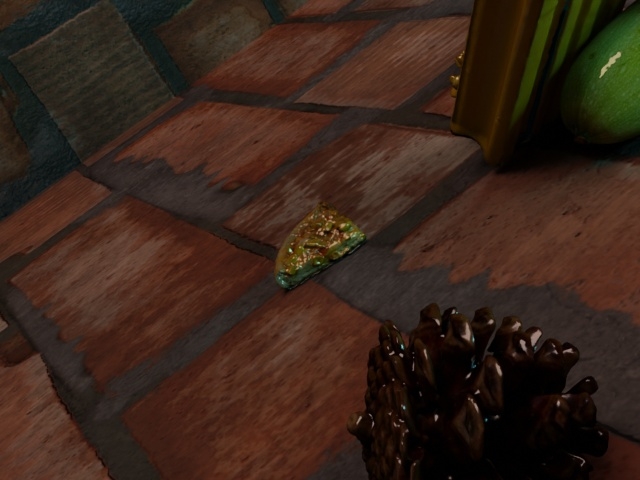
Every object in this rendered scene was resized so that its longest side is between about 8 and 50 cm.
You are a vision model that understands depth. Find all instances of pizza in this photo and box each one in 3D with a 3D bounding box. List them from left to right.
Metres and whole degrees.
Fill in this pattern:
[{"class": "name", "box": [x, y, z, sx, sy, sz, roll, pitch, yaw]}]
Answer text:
[{"class": "pizza", "box": [0.000, 0.000, 1.356, 0.131, 0.041, 0.178, -3, 36, 46]}]

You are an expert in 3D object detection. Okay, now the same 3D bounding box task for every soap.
[{"class": "soap", "box": [0.266, -0.252, 1.207, 0.204, 0.324, 0.096, -37, 66, -22]}]

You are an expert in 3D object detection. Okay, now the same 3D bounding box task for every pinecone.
[{"class": "pinecone", "box": [0.117, 0.141, 0.754, 0.208, 0.208, 0.208, -27, 23, 13]}]

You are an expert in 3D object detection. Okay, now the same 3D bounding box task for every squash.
[{"class": "squash", "box": [0.375, -0.205, 1.181, 0.247, 0.132, 0.132, -39, 24, -17]}]

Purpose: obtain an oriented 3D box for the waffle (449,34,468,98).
[{"class": "waffle", "box": [0.265, -0.263, 1.378, 0.231, 0.228, 0.051, -43, 67, -9]}]
